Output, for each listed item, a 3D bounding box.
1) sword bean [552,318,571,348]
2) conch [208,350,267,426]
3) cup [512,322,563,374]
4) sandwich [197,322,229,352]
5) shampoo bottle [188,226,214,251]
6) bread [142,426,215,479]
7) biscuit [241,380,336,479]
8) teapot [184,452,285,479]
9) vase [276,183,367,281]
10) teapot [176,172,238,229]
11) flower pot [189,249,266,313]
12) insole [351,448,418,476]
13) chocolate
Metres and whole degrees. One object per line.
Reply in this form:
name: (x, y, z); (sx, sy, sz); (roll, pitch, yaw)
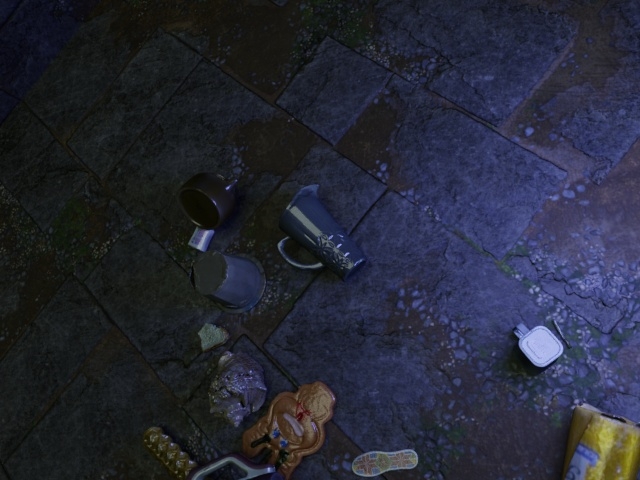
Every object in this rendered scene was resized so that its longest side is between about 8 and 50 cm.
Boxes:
sword bean: (0.642, 0.248, 1.280); (0.012, 0.012, 0.083); (-29, 69, 10)
conch: (-0.261, 0.452, 1.501); (0.178, 0.163, 0.245); (-5, 51, -15)
cup: (0.551, 0.270, 1.245); (0.095, 0.129, 0.128); (-35, 63, 0)
sandwich: (-0.357, 0.316, 1.607); (0.104, 0.035, 0.093); (-23, 68, 12)
shampoo bottle: (-0.424, -0.015, 1.721); (0.072, 0.043, 0.099); (22, 83, 23)
bread: (-0.425, 0.713, 1.499); (0.367, 0.077, 0.084); (30, 86, 24)
biscuit: (-0.088, 0.562, 1.436); (0.334, 0.047, 0.202); (-46, 65, 2)
teapot: (-0.248, 0.750, 1.315); (0.311, 0.233, 0.315); (-16, 54, 5)
vase: (0.000, 0.000, 1.515); (0.251, 0.156, 0.301); (-45, 72, 0)
teapot: (-0.386, -0.152, 1.687); (0.267, 0.186, 0.175); (-20, 23, 41)
flower pot: (-0.317, 0.122, 1.563); (0.212, 0.202, 0.213); (-7, 72, 22)
insole: (0.178, 0.621, 1.345); (0.193, 0.006, 0.065); (-15, 71, 16)
chocolate: (0.628, 0.611, 1.102); (0.162, 0.162, 0.446); (13, 81, 23)
